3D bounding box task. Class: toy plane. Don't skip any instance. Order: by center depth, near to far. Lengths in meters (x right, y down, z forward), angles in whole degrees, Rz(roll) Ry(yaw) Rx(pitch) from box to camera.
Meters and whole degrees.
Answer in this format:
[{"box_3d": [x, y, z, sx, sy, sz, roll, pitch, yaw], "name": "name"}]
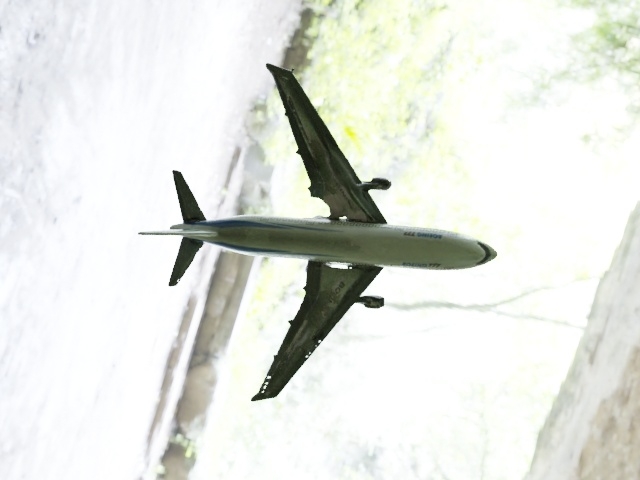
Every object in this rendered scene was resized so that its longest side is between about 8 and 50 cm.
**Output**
[{"box_3d": [-0.001, 0.000, 0.587, 0.058, 0.226, 0.226, -39, 132, -82], "name": "toy plane"}]
